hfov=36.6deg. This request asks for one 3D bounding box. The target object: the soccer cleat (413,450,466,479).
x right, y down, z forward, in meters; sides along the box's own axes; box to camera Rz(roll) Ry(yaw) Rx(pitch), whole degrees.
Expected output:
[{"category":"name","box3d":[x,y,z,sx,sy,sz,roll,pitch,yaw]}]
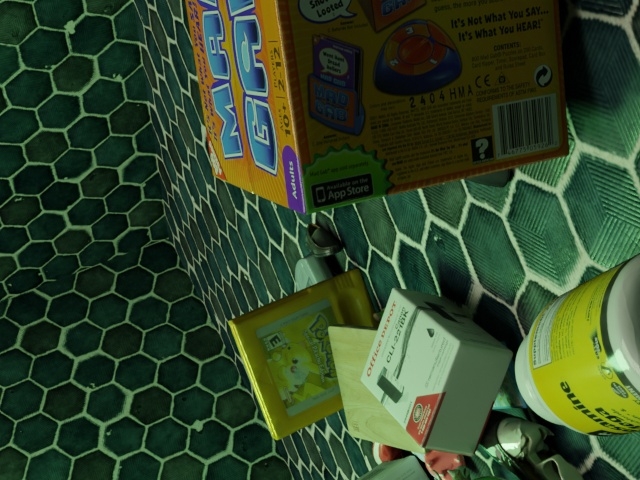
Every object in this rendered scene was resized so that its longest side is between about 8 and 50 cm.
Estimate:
[{"category":"soccer cleat","box3d":[0.246,0.456,2.080,0.095,0.083,0.248,54,170,-32]}]

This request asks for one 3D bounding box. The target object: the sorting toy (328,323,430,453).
[{"category":"sorting toy","box3d":[0.147,0.299,2.061,0.257,0.089,0.256,-1,103,55]}]

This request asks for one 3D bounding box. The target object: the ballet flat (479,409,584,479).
[{"category":"ballet flat","box3d":[0.363,0.361,1.592,0.280,0.095,0.096,45,143,30]}]

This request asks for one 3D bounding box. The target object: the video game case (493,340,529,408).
[{"category":"video game case","box3d":[0.309,0.241,1.716,0.119,0.015,0.166,67,163,4]}]

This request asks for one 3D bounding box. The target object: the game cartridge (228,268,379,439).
[{"category":"game cartridge","box3d":[-0.009,0.249,2.162,0.285,0.323,0.052,69,162,-5]}]

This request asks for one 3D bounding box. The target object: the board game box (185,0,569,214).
[{"category":"board game box","box3d":[0.053,-0.265,1.226,0.356,0.356,0.356,-154,54,-65]}]

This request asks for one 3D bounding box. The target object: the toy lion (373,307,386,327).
[{"category":"toy lion","box3d":[0.155,0.211,2.124,0.096,0.034,0.100,47,154,34]}]

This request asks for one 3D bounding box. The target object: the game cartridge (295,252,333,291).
[{"category":"game cartridge","box3d":[0.000,0.139,2.423,0.196,0.060,0.294,59,166,13]}]

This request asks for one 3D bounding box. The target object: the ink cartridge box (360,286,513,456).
[{"category":"ink cartridge box","box3d":[0.195,0.223,1.707,0.273,0.114,0.197,41,114,64]}]

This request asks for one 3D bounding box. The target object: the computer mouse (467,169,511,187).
[{"category":"computer mouse","box3d":[0.198,-0.141,1.516,0.262,0.060,0.184,55,158,37]}]

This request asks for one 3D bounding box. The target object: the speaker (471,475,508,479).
[{"category":"speaker","box3d":[0.306,0.475,1.654,0.131,0.131,0.296,60,-174,25]}]

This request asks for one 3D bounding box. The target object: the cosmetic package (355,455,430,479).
[{"category":"cosmetic package","box3d":[0.236,0.721,2.169,0.453,0.161,0.230,58,161,6]}]

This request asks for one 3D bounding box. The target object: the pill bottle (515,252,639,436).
[{"category":"pill bottle","box3d":[0.359,0.132,1.145,0.188,0.187,0.334,65,163,11]}]

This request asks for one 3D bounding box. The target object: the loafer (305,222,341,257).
[{"category":"loafer","box3d":[0.000,0.000,2.283,0.170,0.062,0.061,20,125,66]}]

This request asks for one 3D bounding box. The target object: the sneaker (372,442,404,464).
[{"category":"sneaker","box3d":[0.202,0.555,2.352,0.128,0.087,0.221,24,136,42]}]

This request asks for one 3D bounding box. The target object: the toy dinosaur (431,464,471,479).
[{"category":"toy dinosaur","box3d":[0.308,0.589,1.837,0.121,0.160,0.314,96,168,-63]}]
